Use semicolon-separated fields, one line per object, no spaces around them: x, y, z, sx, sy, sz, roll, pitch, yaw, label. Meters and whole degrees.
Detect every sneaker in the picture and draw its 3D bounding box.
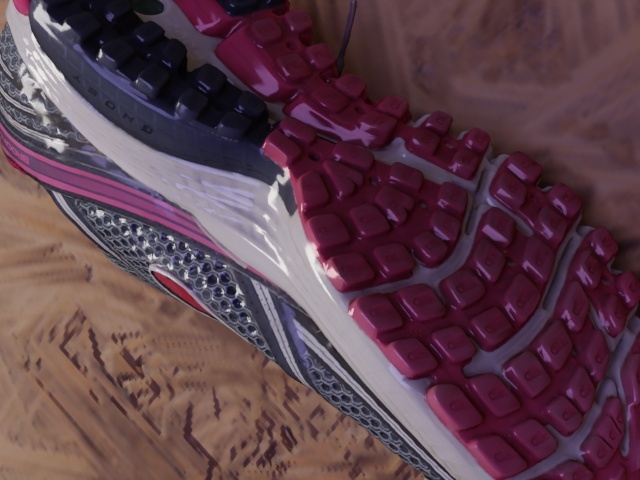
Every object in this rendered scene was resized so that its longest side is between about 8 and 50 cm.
0.000;0.000;0.633;0.299;0.121;0.112;43;138;17;sneaker
